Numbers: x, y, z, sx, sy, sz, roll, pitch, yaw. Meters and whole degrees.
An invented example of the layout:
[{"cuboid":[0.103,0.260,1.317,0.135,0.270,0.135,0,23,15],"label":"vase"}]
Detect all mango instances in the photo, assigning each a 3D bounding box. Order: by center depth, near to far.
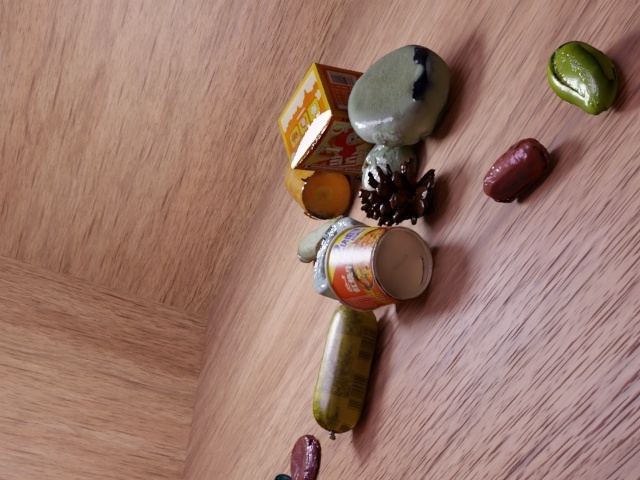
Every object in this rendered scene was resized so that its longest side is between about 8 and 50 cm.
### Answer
[{"cuboid":[0.428,-0.260,0.947,0.091,0.074,0.165,-51,36,39],"label":"mango"}]

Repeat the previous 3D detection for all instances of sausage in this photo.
[{"cuboid":[0.348,-0.124,1.042,0.141,0.076,0.076,125,158,-47],"label":"sausage"},{"cuboid":[0.061,0.301,1.408,0.123,0.123,0.347,147,141,-65],"label":"sausage"}]

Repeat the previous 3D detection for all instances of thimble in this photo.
[{"cuboid":[0.086,0.053,1.572,0.237,0.150,0.237,-57,21,36],"label":"thimble"}]

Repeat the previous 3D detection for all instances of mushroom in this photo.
[{"cuboid":[-0.001,0.004,2.045,0.333,0.087,0.107,-30,42,63],"label":"mushroom"}]

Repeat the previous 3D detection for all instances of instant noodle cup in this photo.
[{"cuboid":[0.140,0.058,1.323,0.174,0.213,0.213,-11,60,61],"label":"instant noodle cup"}]

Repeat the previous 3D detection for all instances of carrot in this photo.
[{"cuboid":[-0.009,-0.215,2.080,0.224,0.224,0.341,-67,20,13],"label":"carrot"}]

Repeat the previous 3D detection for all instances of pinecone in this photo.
[{"cuboid":[0.186,-0.112,1.392,0.179,0.195,0.150,-54,-52,-63],"label":"pinecone"}]

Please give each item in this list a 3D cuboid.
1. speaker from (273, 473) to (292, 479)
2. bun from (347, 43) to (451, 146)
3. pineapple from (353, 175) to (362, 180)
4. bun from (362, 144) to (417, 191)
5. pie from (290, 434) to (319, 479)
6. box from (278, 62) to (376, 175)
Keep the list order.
[{"cuboid":[-0.106,0.700,1.612,0.094,0.060,0.075,-119,49,-69],"label":"speaker"},{"cuboid":[0.222,-0.356,1.544,0.293,0.187,0.293,-24,46,27],"label":"bun"},{"cuboid":[0.140,-0.257,1.959,0.058,0.058,0.125,-110,28,-66],"label":"pineapple"},{"cuboid":[0.178,-0.187,1.611,0.195,0.118,0.196,-53,26,41],"label":"bun"},{"cuboid":[-0.045,0.597,1.568,0.153,0.038,0.154,-162,90,-72],"label":"pie"},{"cuboid":[0.066,-0.349,1.764,0.259,0.283,0.214,-49,49,46],"label":"box"}]
